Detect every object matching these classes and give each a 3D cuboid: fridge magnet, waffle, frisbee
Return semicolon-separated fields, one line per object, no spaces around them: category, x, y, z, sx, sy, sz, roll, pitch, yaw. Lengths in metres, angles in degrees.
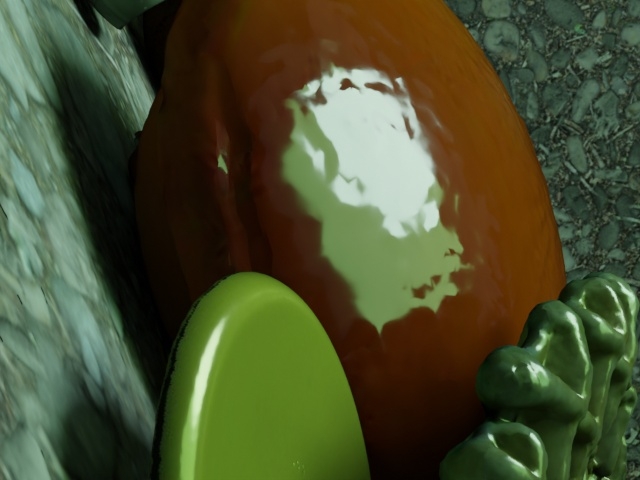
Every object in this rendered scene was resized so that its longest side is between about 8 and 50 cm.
fridge magnet;0.029;-0.005;0.880;0.364;0.155;0.363;31;49;-44
waffle;0.096;0.176;0.773;0.292;0.056;0.309;-39;142;-56
frisbee;-0.015;0.129;0.636;0.236;0.017;0.236;-8;90;-71

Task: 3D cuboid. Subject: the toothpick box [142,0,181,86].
toothpick box;-0.053;-0.196;1.232;0.294;0.192;0.192;-114;180;-67

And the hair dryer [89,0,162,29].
hair dryer;-0.168;-0.256;1.029;0.206;0.075;0.237;60;-1;-17

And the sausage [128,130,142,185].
sausage;-0.066;0.039;0.893;0.029;0.029;0.223;-28;96;-85
